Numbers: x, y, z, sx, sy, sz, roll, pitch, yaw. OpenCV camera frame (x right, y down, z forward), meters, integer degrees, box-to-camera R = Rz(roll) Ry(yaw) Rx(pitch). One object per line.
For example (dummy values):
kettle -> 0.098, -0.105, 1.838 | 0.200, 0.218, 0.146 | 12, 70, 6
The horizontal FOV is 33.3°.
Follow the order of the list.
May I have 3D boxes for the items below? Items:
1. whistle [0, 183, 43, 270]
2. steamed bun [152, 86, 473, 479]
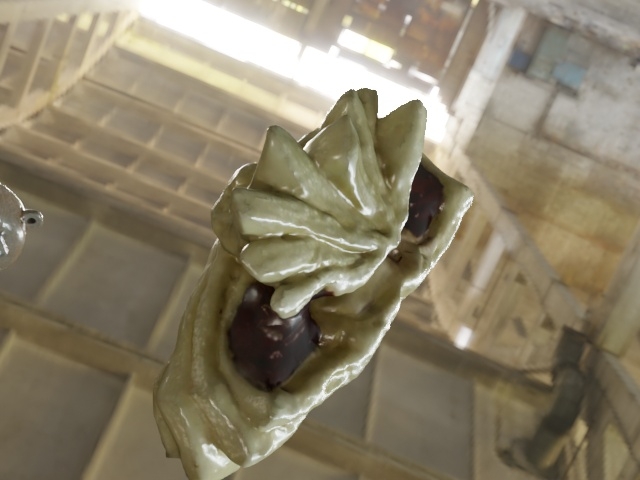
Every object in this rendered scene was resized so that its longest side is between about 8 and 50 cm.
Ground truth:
whistle -> -0.348, -0.007, 0.916 | 0.220, 0.107, 0.057 | -3, -130, -2
steamed bun -> 0.000, 0.000, 0.977 | 0.189, 0.428, 0.247 | -17, 114, 51
